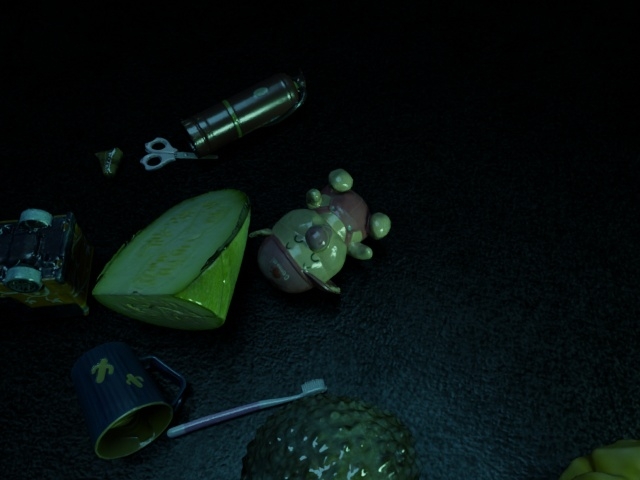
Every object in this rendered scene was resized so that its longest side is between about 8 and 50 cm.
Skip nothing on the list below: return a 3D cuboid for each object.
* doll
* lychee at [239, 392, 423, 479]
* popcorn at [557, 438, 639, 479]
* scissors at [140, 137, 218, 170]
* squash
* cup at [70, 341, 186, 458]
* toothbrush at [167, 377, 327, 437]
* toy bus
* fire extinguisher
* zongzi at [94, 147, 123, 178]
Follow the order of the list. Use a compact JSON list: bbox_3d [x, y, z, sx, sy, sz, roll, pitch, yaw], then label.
[{"bbox_3d":[0.000,-0.002,1.001,0.256,0.152,0.196,-42,61,-18],"label":"doll"},{"bbox_3d":[0.014,0.349,0.742,0.274,0.255,0.255,-17,52,-44],"label":"lychee"},{"bbox_3d":[0.440,0.436,0.599,0.343,0.354,0.391,1,100,-17],"label":"popcorn"},{"bbox_3d":[-0.337,-0.205,1.241,0.188,0.015,0.100,4,60,5],"label":"scissors"},{"bbox_3d":[-0.246,-0.002,0.985,0.233,0.210,0.309,-2,63,25],"label":"squash"},{"bbox_3d":[-0.330,0.261,0.894,0.176,0.131,0.155,-15,48,-40],"label":"cup"},{"bbox_3d":[-0.128,0.294,0.906,0.286,0.020,0.025,-16,50,-6],"label":"toothbrush"},{"bbox_3d":[-0.617,0.063,0.991,0.323,0.194,0.162,-6,58,-3],"label":"toy bus"},{"bbox_3d":[-0.170,-0.321,1.244,0.341,0.105,0.141,-32,57,-15],"label":"fire extinguisher"},{"bbox_3d":[-0.517,-0.181,1.229,0.083,0.040,0.076,-1,64,18],"label":"zongzi"}]
